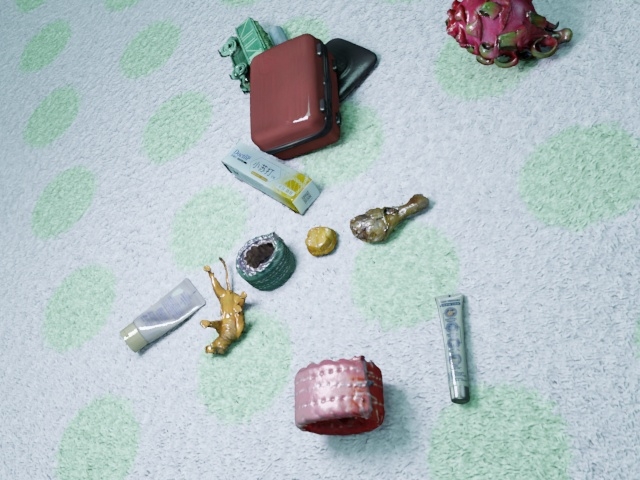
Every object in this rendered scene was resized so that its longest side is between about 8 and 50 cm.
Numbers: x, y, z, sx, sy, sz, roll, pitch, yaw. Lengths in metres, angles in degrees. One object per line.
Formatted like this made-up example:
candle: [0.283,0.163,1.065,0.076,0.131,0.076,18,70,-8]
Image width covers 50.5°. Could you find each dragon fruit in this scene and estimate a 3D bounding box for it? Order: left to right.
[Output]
dragon fruit: [0.442,-0.511,1.635,0.198,0.272,0.218,-38,18,46]

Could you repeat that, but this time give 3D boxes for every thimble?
thimble: [-0.137,0.054,1.682,0.135,0.090,0.118,-31,55,7]
thimble: [0.038,0.322,1.386,0.189,0.163,0.125,-17,57,27]

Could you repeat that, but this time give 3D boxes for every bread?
bread: [0.000,0.000,1.667,0.083,0.046,0.081,-35,46,9]

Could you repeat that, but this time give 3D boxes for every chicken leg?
chicken leg: [0.166,-0.053,1.602,0.197,0.069,0.085,-25,30,6]

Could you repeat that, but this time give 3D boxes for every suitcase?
suitcase: [-0.071,-0.382,1.824,0.236,0.161,0.297,-14,67,28]

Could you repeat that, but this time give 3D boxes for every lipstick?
lipstick: [-0.114,-0.591,2.069,0.048,0.048,0.158,-30,53,10]

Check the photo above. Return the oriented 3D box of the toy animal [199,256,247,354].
toy animal: [-0.231,0.150,1.688,0.114,0.116,0.255,-3,53,1]

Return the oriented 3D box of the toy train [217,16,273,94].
toy train: [-0.212,-0.556,2.066,0.154,0.115,0.269,-32,46,10]

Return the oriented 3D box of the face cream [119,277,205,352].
face cream: [-0.412,0.199,1.777,0.224,0.070,0.114,-37,51,-11]

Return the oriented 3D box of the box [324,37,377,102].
box: [0.038,-0.487,1.929,0.201,0.042,0.212,-50,52,-3]

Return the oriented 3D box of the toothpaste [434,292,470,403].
toothpaste: [0.276,0.216,1.397,0.062,0.039,0.239,-12,56,18]

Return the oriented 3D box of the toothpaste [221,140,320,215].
toothpaste: [-0.139,-0.172,1.830,0.312,0.071,0.089,31,76,38]
